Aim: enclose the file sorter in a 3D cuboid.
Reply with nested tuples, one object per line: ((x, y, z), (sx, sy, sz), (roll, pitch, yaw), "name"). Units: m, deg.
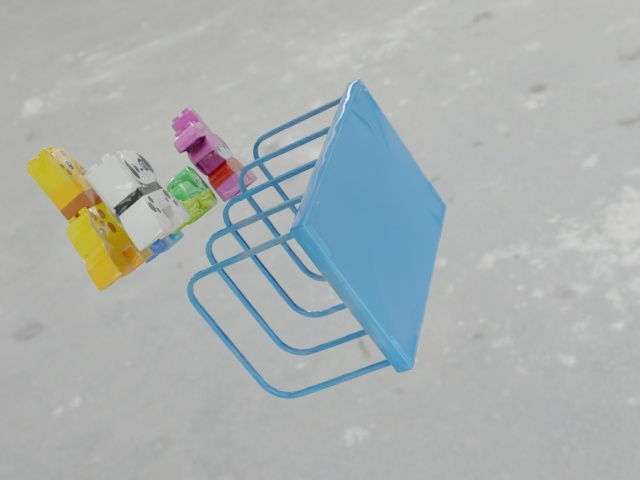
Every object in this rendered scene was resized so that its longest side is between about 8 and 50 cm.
((0.000, 0.000, 0.729), (0.104, 0.118, 0.170), (-22, 28, 29), "file sorter")

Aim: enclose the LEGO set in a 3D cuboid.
((-0.125, -0.036, 0.718), (0.087, 0.093, 0.227), (-39, 2, 13), "LEGO set")
